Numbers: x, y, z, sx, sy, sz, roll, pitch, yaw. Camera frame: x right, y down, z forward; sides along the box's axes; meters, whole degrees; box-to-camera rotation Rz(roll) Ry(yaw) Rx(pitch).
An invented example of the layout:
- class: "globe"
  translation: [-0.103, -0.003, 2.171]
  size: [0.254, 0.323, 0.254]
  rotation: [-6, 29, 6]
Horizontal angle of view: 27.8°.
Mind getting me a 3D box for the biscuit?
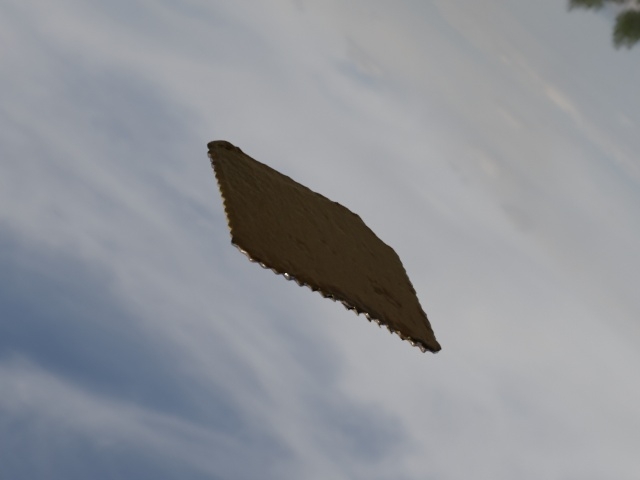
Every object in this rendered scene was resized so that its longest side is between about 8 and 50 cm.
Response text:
- class: "biscuit"
  translation: [0.000, 0.000, 1.207]
  size: [0.232, 0.013, 0.237]
  rotation: [28, -159, -24]
